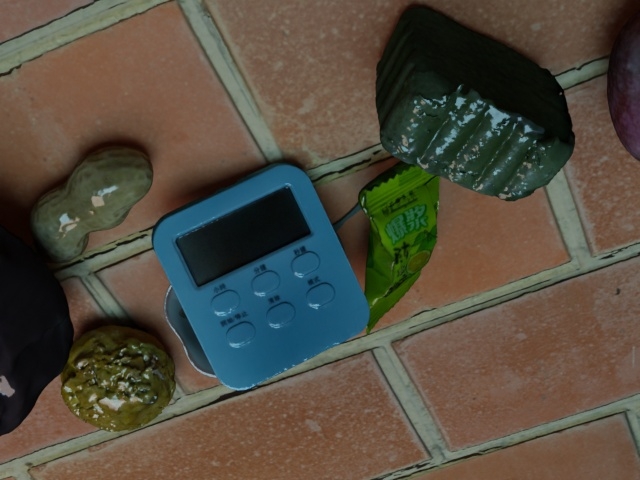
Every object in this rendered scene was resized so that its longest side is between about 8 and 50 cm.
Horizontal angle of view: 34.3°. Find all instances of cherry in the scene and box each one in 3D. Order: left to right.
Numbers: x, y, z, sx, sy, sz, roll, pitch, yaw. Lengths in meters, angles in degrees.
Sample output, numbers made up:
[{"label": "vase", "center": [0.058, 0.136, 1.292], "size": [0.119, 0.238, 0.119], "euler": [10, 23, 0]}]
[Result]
[{"label": "cherry", "center": [0.439, -0.196, 1.256], "size": [0.192, 0.175, 0.249], "euler": [-27, 125, 5]}]

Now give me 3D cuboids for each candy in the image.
[{"label": "candy", "center": [0.112, 0.005, 1.430], "size": [0.149, 0.069, 0.246], "euler": [-33, 143, -33]}]

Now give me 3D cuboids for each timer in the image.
[{"label": "timer", "center": [-0.080, 0.045, 1.382], "size": [0.232, 0.091, 0.250], "euler": [-27, 102, -6]}]

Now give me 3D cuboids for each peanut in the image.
[{"label": "peanut", "center": [-0.313, -0.042, 1.372], "size": [0.228, 0.085, 0.104], "euler": [-36, 142, 23]}]

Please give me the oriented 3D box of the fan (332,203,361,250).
[{"label": "fan", "center": [0.000, 0.000, 1.484], "size": [0.113, 0.005, 0.175], "euler": [34, 120, -27]}]

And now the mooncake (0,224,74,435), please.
[{"label": "mooncake", "center": [-0.535, 0.097, 1.339], "size": [0.381, 0.212, 0.350], "euler": [-1, 126, 18]}]

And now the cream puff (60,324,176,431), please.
[{"label": "cream puff", "center": [-0.302, 0.214, 1.556], "size": [0.189, 0.129, 0.189], "euler": [-3, 133, -4]}]

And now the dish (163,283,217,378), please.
[{"label": "dish", "center": [-0.110, 0.082, 1.469], "size": [0.229, 0.081, 0.229], "euler": [-2, 101, -12]}]

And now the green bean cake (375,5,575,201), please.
[{"label": "green bean cake", "center": [0.183, -0.157, 1.234], "size": [0.227, 0.222, 0.125], "euler": [17, 125, -13]}]
